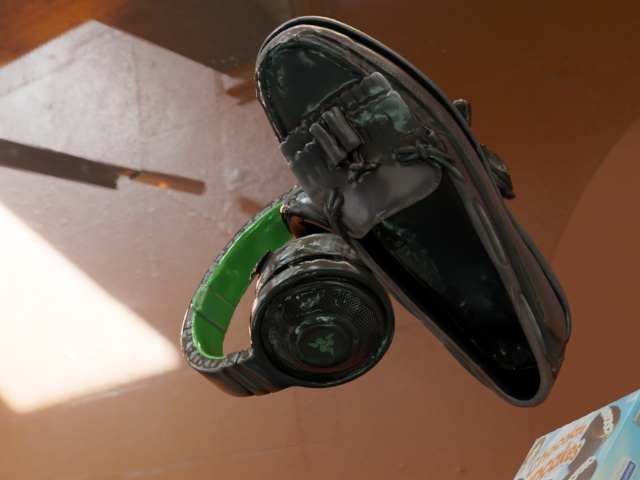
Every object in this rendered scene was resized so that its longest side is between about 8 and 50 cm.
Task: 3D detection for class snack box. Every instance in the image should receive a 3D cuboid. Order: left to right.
[{"bbox_3d":[0.261,0.278,1.060,0.060,0.322,0.187,34,69,6],"label":"snack box"}]

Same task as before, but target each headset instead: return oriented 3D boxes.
[{"bbox_3d":[0.000,0.000,0.926,0.394,0.185,0.243,-23,35,37],"label":"headset"}]

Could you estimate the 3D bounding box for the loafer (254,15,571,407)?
[{"bbox_3d":[0.066,-0.017,0.652,0.109,0.095,0.302,-36,104,23],"label":"loafer"}]
